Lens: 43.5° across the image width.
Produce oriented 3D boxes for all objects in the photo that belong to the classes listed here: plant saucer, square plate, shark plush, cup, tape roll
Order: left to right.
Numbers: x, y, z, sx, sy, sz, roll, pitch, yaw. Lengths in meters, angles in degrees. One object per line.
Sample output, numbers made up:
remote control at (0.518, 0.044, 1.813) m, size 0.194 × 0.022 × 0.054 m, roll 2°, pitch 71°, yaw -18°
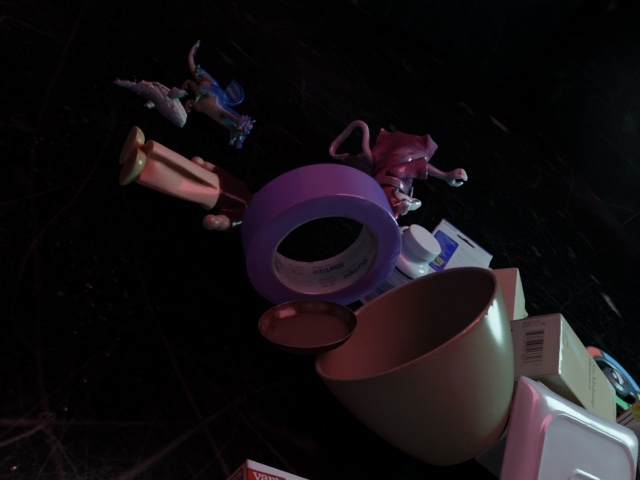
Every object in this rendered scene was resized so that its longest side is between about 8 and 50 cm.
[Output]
shark plush at (-0.345, -0.297, 1.655) m, size 0.161 × 0.073 × 0.067 m, roll 32°, pitch 58°, yaw -26°
plant saucer at (-0.021, 0.149, 1.358) m, size 0.168 × 0.029 × 0.168 m, roll -1°, pitch 23°, yaw 0°
tape roll at (0.000, 0.000, 1.414) m, size 0.274 × 0.275 × 0.090 m, roll 23°, pitch 33°, yaw -31°
cup at (0.190, 0.228, 1.335) m, size 0.237 × 0.331 × 0.331 m, roll 61°, pitch 24°, yaw -13°
square plate at (0.422, 0.441, 1.331) m, size 0.347 × 0.049 × 0.344 m, roll 28°, pitch 66°, yaw -31°

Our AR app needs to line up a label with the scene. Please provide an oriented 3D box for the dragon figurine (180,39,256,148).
dragon figurine at (-0.231, -0.321, 1.796) m, size 0.144 × 0.085 × 0.289 m, roll 21°, pitch 34°, yaw -34°

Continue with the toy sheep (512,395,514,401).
toy sheep at (0.357, 0.311, 1.629) m, size 0.091 × 0.091 × 0.132 m, roll 37°, pitch -2°, yaw -8°

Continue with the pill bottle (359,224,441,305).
pill bottle at (0.157, 0.056, 1.636) m, size 0.108 × 0.180 × 0.108 m, roll 31°, pitch 28°, yaw -19°

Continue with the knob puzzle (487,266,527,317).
knob puzzle at (0.416, 0.117, 2.034) m, size 0.213 × 0.030 × 0.213 m, roll 21°, pitch 30°, yaw -13°

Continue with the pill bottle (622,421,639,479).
pill bottle at (0.689, 0.526, 1.514) m, size 0.204 × 0.204 × 0.361 m, roll 15°, pitch 59°, yaw -40°

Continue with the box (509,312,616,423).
box at (0.491, 0.296, 1.636) m, size 0.311 × 0.121 × 0.148 m, roll 45°, pitch 44°, yaw -36°

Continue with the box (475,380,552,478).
box at (0.392, 0.370, 1.488) m, size 0.130 × 0.170 × 0.091 m, roll 39°, pitch 26°, yaw -7°

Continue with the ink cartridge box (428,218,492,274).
ink cartridge box at (0.299, 0.068, 1.902) m, size 0.165 × 0.065 × 0.332 m, roll 38°, pitch 31°, yaw 7°

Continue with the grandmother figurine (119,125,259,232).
grandmother figurine at (-0.198, -0.090, 1.491) m, size 0.342 × 0.104 × 0.208 m, roll 21°, pitch 42°, yaw -30°

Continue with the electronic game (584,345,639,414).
electronic game at (0.769, 0.372, 2.102) m, size 0.229 × 0.048 × 0.229 m, roll 31°, pitch 30°, yaw -19°

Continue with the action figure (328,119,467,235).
action figure at (0.170, -0.165, 1.907) m, size 0.275 × 0.248 × 0.370 m, roll 36°, pitch 25°, yaw -9°

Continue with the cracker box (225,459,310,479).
cracker box at (-0.039, 0.405, 0.999) m, size 0.155 × 0.067 × 0.232 m, roll 26°, pitch 30°, yaw -27°

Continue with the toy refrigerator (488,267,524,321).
toy refrigerator at (0.392, 0.183, 1.772) m, size 0.269 × 0.094 × 0.102 m, roll -67°, pitch 144°, yaw -51°

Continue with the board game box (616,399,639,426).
board game box at (0.688, 0.446, 1.731) m, size 0.045 × 0.193 × 0.147 m, roll 15°, pitch 36°, yaw -40°
